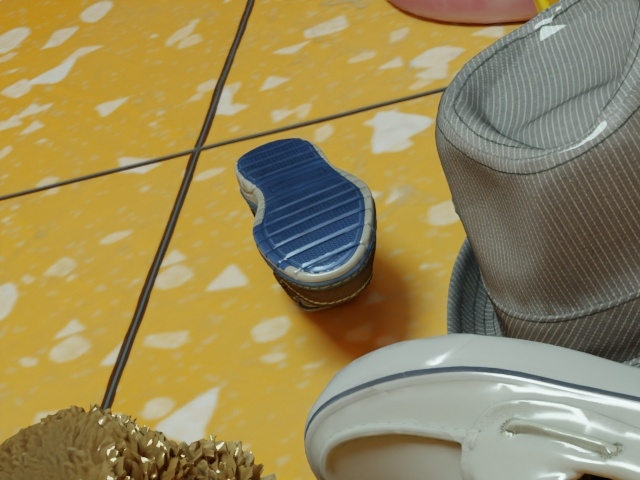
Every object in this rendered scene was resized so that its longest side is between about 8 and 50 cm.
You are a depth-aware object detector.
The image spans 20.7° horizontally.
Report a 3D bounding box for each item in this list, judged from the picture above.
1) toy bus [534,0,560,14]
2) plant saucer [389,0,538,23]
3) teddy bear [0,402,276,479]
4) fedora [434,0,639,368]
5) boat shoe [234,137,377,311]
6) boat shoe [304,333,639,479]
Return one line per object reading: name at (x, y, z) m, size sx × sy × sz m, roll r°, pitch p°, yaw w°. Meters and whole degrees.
toy bus at (0.215, -0.229, 1.011) m, size 0.220 × 0.211 × 0.149 m, roll -16°, pitch 54°, yaw 8°
plant saucer at (0.184, -0.274, 1.270) m, size 0.332 × 0.084 × 0.332 m, roll -17°, pitch 29°, yaw 10°
teddy bear at (-0.082, 0.213, 0.644) m, size 0.245 × 0.113 × 0.338 m, roll -33°, pitch 38°, yaw -5°
fedora at (0.140, -0.043, 0.831) m, size 0.244 × 0.124 × 0.275 m, roll -27°, pitch 25°, yaw 24°
boat shoe at (0.000, 0.000, 0.956) m, size 0.066 × 0.066 × 0.183 m, roll -20°, pitch 24°, yaw -1°
boat shoe at (0.099, 0.106, 0.697) m, size 0.267 × 0.096 × 0.088 m, roll 8°, pitch 36°, yaw 29°
